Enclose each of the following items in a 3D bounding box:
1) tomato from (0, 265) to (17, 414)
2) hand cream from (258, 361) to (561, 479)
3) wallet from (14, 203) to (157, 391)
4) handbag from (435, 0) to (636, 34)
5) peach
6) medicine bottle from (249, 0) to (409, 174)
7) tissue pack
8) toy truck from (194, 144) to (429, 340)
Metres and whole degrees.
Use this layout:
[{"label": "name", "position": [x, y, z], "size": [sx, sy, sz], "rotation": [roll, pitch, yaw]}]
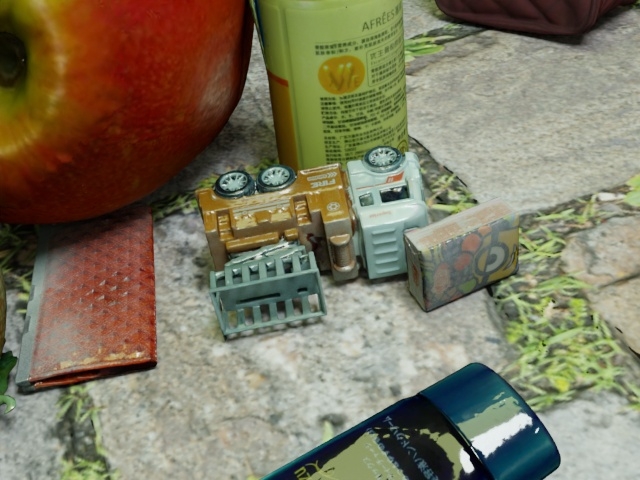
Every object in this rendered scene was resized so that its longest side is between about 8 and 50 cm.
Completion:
[{"label": "tomato", "position": [-0.364, 0.055, 0.598], "size": [0.304, 0.239, 0.303], "rotation": [-9, 36, 7]}, {"label": "hand cream", "position": [0.004, 0.168, 0.533], "size": [0.271, 0.061, 0.120], "rotation": [-30, 46, -13]}, {"label": "wallet", "position": [-0.184, 0.040, 0.757], "size": [0.103, 0.020, 0.196], "rotation": [-13, 37, -2]}, {"label": "handbag", "position": [0.230, -0.307, 1.007], "size": [0.225, 0.146, 0.135], "rotation": [23, 43, 36]}, {"label": "peach", "position": [-0.204, -0.181, 0.794], "size": [0.290, 0.372, 0.372], "rotation": [14, 41, 5]}, {"label": "medicine bottle", "position": [0.012, -0.143, 0.769], "size": [0.124, 0.238, 0.124], "rotation": [-6, 35, 4]}, {"label": "tissue pack", "position": [0.106, 0.010, 0.695], "size": [0.083, 0.063, 0.035], "rotation": [-23, 43, -14]}, {"label": "toy truck", "position": [0.000, -0.001, 0.720], "size": [0.178, 0.080, 0.115], "rotation": [-12, 43, -1]}]
